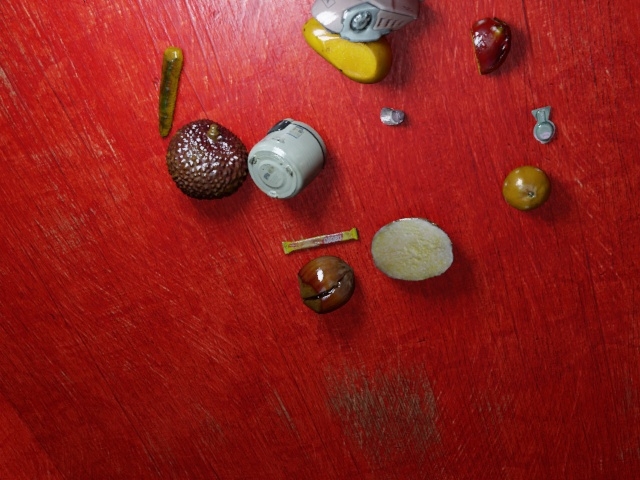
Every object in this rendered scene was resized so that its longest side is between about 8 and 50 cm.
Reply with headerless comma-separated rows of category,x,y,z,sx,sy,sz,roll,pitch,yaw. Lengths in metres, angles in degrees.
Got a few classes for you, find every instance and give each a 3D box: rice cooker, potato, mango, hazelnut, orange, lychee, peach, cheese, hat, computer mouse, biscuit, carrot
rice cooker,-0.108,-0.271,1.831,0.226,0.244,0.226,21,137,22
potato,0.335,0.017,2.002,0.299,0.116,0.239,-9,110,23
mango,0.083,-0.585,1.664,0.290,0.191,0.160,25,126,-11
hazelnut,0.025,0.163,2.076,0.181,0.181,0.212,-18,106,36
orange,0.692,-0.173,1.855,0.156,0.124,0.156,1,120,2
lychee,-0.377,-0.262,1.846,0.276,0.275,0.304,21,139,-5
peach,0.510,-0.585,1.676,0.127,0.092,0.172,6,116,-1
cheese,0.726,-0.373,1.801,0.067,0.026,0.120,-13,115,12
hat,0.242,-0.414,1.830,0.087,0.042,0.058,18,121,36
computer mouse,0.155,-0.676,1.568,0.389,0.199,0.115,-18,156,-22
biscuit,0.000,0.000,2.078,0.292,0.026,0.048,-11,96,12
carrot,-0.509,-0.489,1.859,0.066,0.066,0.314,16,122,-2
